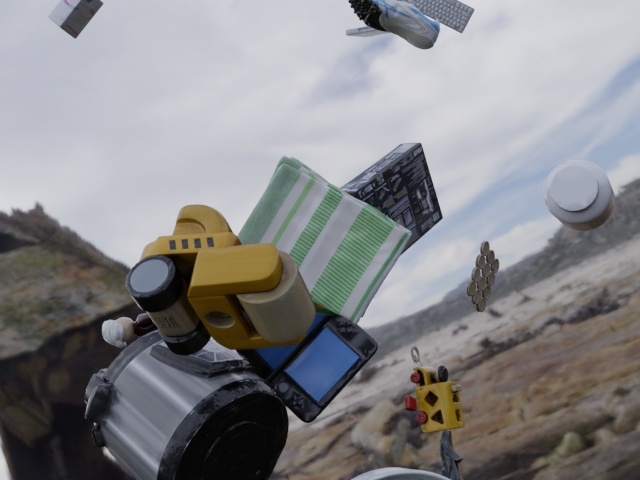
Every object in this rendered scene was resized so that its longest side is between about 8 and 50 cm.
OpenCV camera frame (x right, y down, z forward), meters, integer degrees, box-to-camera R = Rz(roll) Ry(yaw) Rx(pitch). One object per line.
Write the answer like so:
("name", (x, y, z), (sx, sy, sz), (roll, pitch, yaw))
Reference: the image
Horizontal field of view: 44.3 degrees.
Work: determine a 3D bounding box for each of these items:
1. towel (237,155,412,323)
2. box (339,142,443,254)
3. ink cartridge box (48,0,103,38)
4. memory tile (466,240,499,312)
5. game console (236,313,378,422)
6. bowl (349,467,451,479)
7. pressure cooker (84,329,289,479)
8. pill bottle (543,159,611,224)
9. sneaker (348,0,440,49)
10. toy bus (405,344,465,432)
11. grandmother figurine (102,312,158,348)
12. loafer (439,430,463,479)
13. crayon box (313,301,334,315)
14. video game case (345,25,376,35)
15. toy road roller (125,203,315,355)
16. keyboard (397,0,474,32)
("towel", (0.000, 0.000, 1.684), (0.248, 0.324, 0.038), (-60, -5, 7))
("box", (0.198, -0.097, 2.153), (0.076, 0.242, 0.307), (4, 33, 45))
("ink cartridge box", (-0.632, -0.595, 2.033), (0.122, 0.052, 0.088), (-53, -11, 0))
("memory tile", (0.385, 0.086, 1.862), (0.012, 0.148, 0.113), (4, -31, 37))
("game console", (-0.030, 0.283, 2.053), (0.293, 0.250, 0.173), (-46, -17, -12))
("bowl", (0.101, 0.471, 1.214), (0.297, 0.298, 0.134), (-23, 12, -9))
("pressure cooker", (-0.335, 0.414, 1.879), (0.375, 0.420, 0.370), (-41, -45, -24))
("pill bottle", (0.738, -0.128, 2.240), (0.181, 0.182, 0.323), (-28, -14, 18))
("sneaker", (0.172, -0.531, 1.840), (0.237, 0.086, 0.085), (25, -20, -15))
("toy bus", (0.299, 0.383, 1.968), (0.104, 0.202, 0.191), (-17, 28, 31))
("grandmother figurine", (-0.471, 0.245, 2.329), (0.342, 0.104, 0.208), (-9, -38, -14))
("loafer", (0.379, 0.626, 2.252), (0.061, 0.170, 0.062), (-11, -20, 23))
("crayon box", (-0.104, 0.088, 1.839), (0.278, 0.165, 0.081), (13, -74, -31))
("video game case", (0.161, -0.568, 2.110), (0.143, 0.019, 0.157), (-4, 10, 24))
("toy road roller", (-0.174, 0.055, 1.437), (0.329, 0.241, 0.202), (-3, -40, 16))
("keyboard", (0.281, -0.641, 2.093), (0.072, 0.256, 0.014), (-63, 2, 32))
